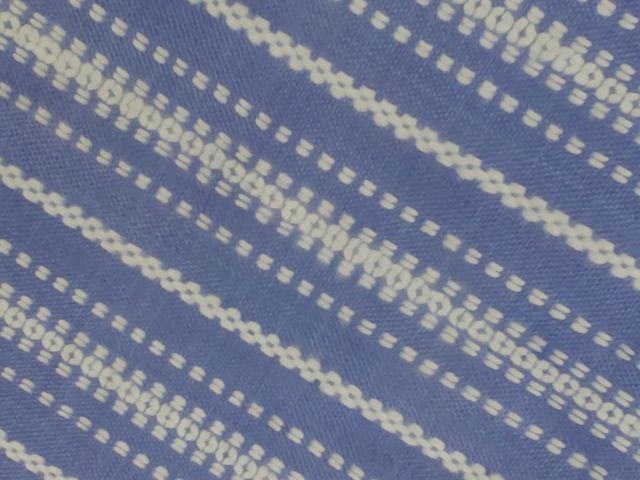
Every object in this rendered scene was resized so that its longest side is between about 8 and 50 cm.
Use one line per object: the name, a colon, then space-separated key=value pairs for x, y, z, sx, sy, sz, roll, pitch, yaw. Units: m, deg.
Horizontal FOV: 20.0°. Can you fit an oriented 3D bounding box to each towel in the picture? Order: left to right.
towel: x=0.000 y=0.000 z=0.489 sx=0.243 sy=0.040 sz=0.336 roll=32 pitch=114 yaw=1
